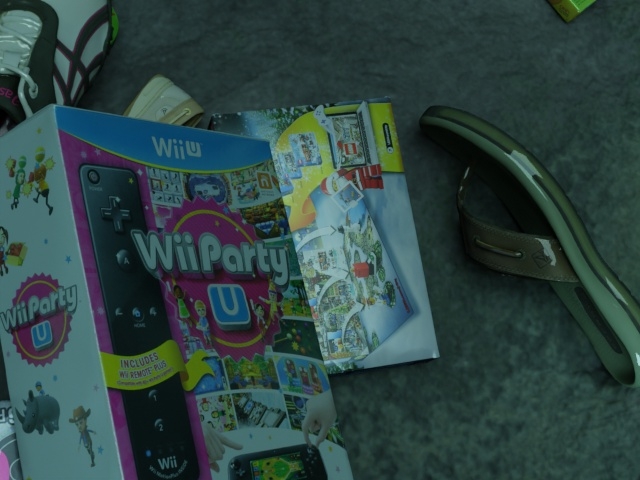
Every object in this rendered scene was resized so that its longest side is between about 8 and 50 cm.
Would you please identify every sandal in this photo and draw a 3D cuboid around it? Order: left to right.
[{"bbox_3d":[0.177,0.010,0.954,0.086,0.120,0.302,-35,86,-3],"label":"sandal"}]

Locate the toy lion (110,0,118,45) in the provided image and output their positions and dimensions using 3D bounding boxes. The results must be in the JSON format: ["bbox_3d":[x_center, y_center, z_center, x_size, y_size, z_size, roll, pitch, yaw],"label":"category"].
[{"bbox_3d":[-0.214,-0.204,0.965,0.100,0.034,0.096,43,65,0],"label":"toy lion"}]

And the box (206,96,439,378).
[{"bbox_3d":[0.000,0.000,0.952,0.159,0.044,0.233,-7,79,-13],"label":"box"}]

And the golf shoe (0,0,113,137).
[{"bbox_3d":[-0.226,-0.135,0.872,0.105,0.120,0.272,6,88,-2],"label":"golf shoe"}]

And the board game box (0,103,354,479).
[{"bbox_3d":[-0.106,0.072,0.795,0.224,0.097,0.303,3,68,-52],"label":"board game box"}]

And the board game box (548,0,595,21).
[{"bbox_3d":[0.201,-0.345,1.077,0.124,0.039,0.259,-39,90,-17],"label":"board game box"}]

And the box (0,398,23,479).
[{"bbox_3d":[-0.311,0.200,0.781,0.247,0.163,0.142,-6,77,-12],"label":"box"}]

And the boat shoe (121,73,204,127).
[{"bbox_3d":[-0.155,-0.060,0.925,0.059,0.063,0.170,30,73,3],"label":"boat shoe"}]
